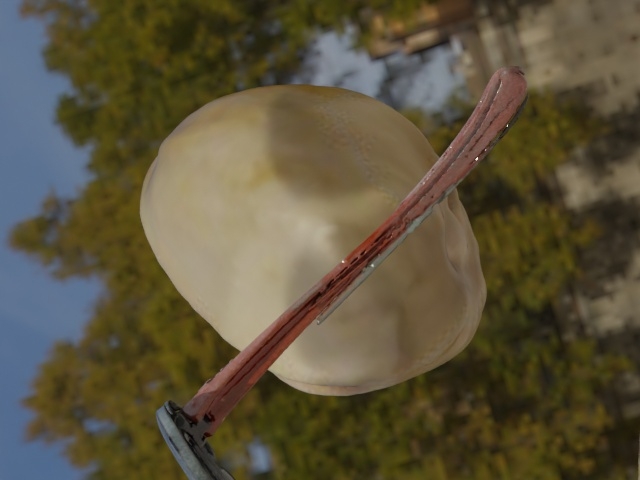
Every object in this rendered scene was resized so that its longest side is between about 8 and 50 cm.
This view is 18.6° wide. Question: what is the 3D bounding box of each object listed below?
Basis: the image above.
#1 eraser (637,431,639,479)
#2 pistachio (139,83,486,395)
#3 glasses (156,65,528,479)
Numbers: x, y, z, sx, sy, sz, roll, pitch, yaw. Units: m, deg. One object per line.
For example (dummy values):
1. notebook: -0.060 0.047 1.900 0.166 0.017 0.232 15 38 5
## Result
1. eraser: 0.269 0.123 1.182 0.078 0.144 0.343 55 -148 -41
2. pistachio: 0.000 0.000 1.532 0.230 0.309 0.230 -27 -52 -41
3. glasses: 0.072 0.079 0.909 0.234 0.268 0.118 41 173 44
